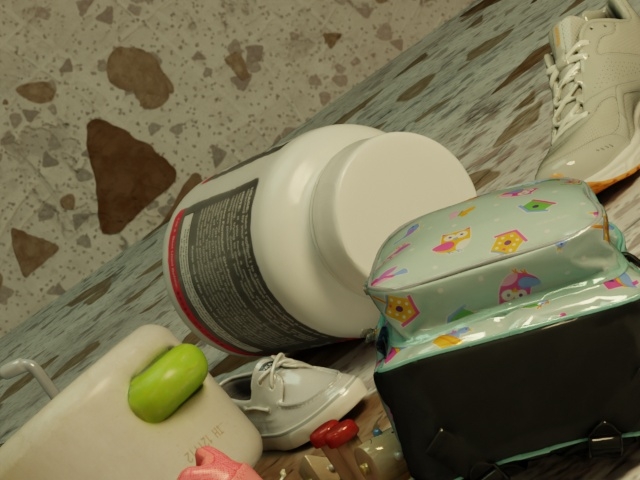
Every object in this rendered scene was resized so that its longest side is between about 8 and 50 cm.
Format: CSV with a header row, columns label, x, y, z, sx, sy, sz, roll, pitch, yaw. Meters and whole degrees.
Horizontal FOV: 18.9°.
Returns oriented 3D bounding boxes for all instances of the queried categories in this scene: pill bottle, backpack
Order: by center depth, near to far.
label,x,y,z,sx,sy,sz,roll,pitch,yaw
backpack,0.107,0.046,1.067,0.165,0.144,0.188,-20,5,6
pill bottle,0.000,0.000,1.614,0.176,0.176,0.318,-41,10,-25

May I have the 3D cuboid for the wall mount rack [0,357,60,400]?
label,x,y,z,sx,sy,sz,roll,pitch,yaw
wall mount rack,-0.424,0.263,2.018,0.304,0.130,0.350,-33,9,23

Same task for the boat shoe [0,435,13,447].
label,x,y,z,sx,sy,sz,roll,pitch,yaw
boat shoe,-0.306,0.260,1.718,0.335,0.121,0.119,-29,-4,-32

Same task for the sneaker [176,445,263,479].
label,x,y,z,sx,sy,sz,roll,pitch,yaw
sneaker,-0.125,0.213,1.139,0.314,0.136,0.116,-32,10,30

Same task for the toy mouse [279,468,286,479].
label,x,y,z,sx,sy,sz,roll,pitch,yaw
toy mouse,-0.051,0.202,1.248,0.161,0.031,0.143,-28,13,41

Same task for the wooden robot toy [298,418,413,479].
label,x,y,z,sx,sy,sz,roll,pitch,yaw
wooden robot toy,0.049,0.130,1.140,0.079,0.076,0.173,-28,6,-22

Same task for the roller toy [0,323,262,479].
label,x,y,z,sx,sy,sz,roll,pitch,yaw
roller toy,-0.143,0.171,1.393,0.191,0.146,0.209,-42,0,-11

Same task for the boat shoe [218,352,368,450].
label,x,y,z,sx,sy,sz,roll,pitch,yaw
boat shoe,-0.029,0.118,1.481,0.066,0.063,0.184,-40,10,-23

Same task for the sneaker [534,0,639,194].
label,x,y,z,sx,sy,sz,roll,pitch,yaw
sneaker,0.215,-0.116,1.569,0.099,0.121,0.262,-31,11,35
